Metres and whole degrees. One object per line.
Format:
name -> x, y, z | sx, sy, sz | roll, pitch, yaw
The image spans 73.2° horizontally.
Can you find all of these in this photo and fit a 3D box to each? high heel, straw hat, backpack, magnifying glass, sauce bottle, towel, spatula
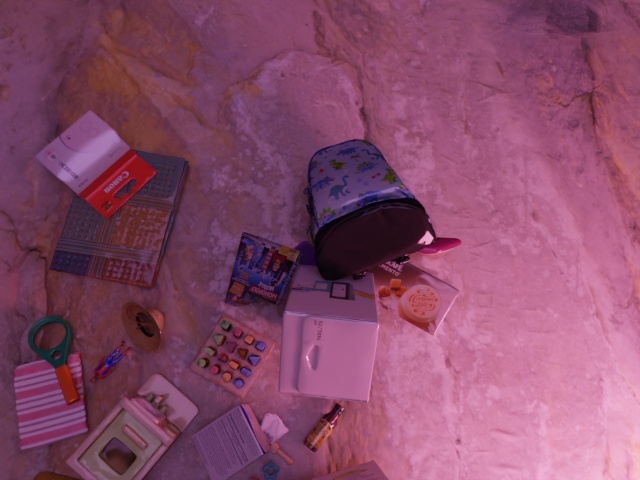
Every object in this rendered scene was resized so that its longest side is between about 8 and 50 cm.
high heel -> 0.277, -0.010, 1.239 | 0.244, 0.082, 0.117 | -11, 87, 2
straw hat -> -0.430, 0.205, 1.086 | 0.144, 0.144, 0.061 | 47, 32, 6
backpack -> 0.091, -0.102, 1.108 | 0.290, 0.355, 0.273 | -19, 113, 6
magnifying glass -> -0.628, 0.284, 1.034 | 0.092, 0.026, 0.231 | -26, 65, -21
sauce bottle -> 0.011, 0.470, 1.090 | 0.042, 0.042, 0.128 | 39, 73, 3
towel -> -0.534, -0.074, 1.164 | 0.272, 0.040, 0.370 | 11, 76, -4
towel -> -0.641, 0.381, 1.031 | 0.144, 0.029, 0.197 | -11, 77, -14
spatula -> 0.027, 0.129, 1.178 | 0.296, 0.084, 0.030 | 51, 45, 1

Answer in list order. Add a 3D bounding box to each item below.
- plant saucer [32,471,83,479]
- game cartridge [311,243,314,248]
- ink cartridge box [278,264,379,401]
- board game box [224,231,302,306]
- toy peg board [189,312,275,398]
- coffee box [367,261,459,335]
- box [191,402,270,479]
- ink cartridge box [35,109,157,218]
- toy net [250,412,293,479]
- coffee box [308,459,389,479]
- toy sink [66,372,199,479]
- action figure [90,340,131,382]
plant saucer -> -0.532, 0.719, 0.926 | 0.333, 0.081, 0.332 | 16, 73, -4
game cartridge -> 0.000, 0.000, 1.208 | 0.083, 0.056, 0.017 | -41, 91, -19
ink cartridge box -> 0.021, 0.202, 1.002 | 0.197, 0.270, 0.198 | 6, 108, 2
board game box -> -0.158, 0.096, 1.124 | 0.194, 0.060, 0.194 | 18, 80, 31
toy peg board -> -0.223, 0.289, 1.086 | 0.161, 0.079, 0.161 | 30, 73, 1
coffee box -> 0.221, 0.128, 1.162 | 0.247, 0.098, 0.141 | 30, 94, 0
box -> -0.209, 0.477, 1.016 | 0.137, 0.072, 0.126 | -33, 69, -2
ink cartridge box -> -0.590, -0.203, 1.140 | 0.232, 0.066, 0.189 | 39, 75, 7
toy net -> -0.125, 0.544, 1.051 | 0.122, 0.045, 0.232 | -9, 75, -8
coffee box -> 0.037, 0.707, 0.853 | 0.338, 0.334, 0.337 | -12, 86, -11
toy sink -> -0.418, 0.443, 0.989 | 0.153, 0.131, 0.234 | 40, 73, 3
action figure -> -0.524, 0.304, 1.067 | 0.038, 0.030, 0.115 | 40, 75, -1
